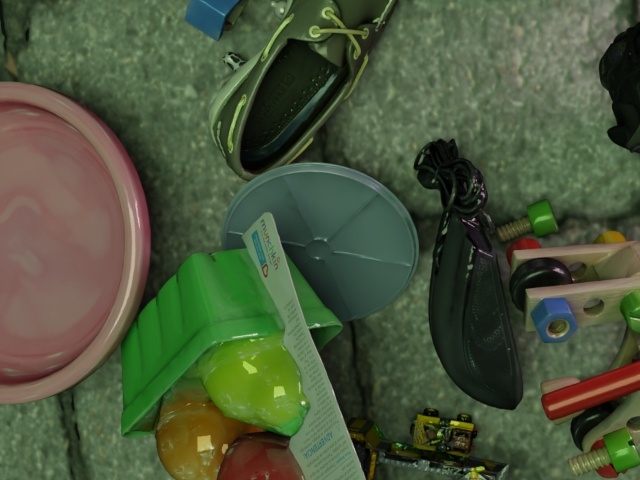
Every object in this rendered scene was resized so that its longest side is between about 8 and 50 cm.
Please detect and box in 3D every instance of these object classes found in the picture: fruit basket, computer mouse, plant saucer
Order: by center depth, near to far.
[{"bbox_3d":[-0.058,0.197,1.607,0.327,0.165,0.353,-47,63,48],"label":"fruit basket"},{"bbox_3d":[0.134,0.044,1.610,0.072,0.188,0.272,-15,105,-5],"label":"computer mouse"},{"bbox_3d":[-0.314,0.002,1.719,0.332,0.084,0.332,0,91,24],"label":"plant saucer"}]

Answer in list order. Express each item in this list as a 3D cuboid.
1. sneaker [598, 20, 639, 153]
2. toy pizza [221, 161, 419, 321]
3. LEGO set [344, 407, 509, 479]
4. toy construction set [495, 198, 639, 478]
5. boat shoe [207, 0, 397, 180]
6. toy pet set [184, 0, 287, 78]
[{"bbox_3d":[0.313,-0.161,1.496,0.124,0.283,0.107,13,57,14],"label":"sneaker"},{"bbox_3d":[0.000,0.000,1.664,0.201,0.032,0.201,4,127,5],"label":"toy pizza"},{"bbox_3d":[0.074,0.343,1.641,0.254,0.192,0.331,17,100,11],"label":"LEGO set"},{"bbox_3d":[0.315,0.086,1.512,0.237,0.309,0.258,-21,100,10],"label":"toy construction set"},{"bbox_3d":[0.000,-0.190,1.623,0.109,0.091,0.305,28,109,-28],"label":"boat shoe"},{"bbox_3d":[-0.071,-0.227,1.666,0.114,0.065,0.122,34,103,7],"label":"toy pet set"}]
